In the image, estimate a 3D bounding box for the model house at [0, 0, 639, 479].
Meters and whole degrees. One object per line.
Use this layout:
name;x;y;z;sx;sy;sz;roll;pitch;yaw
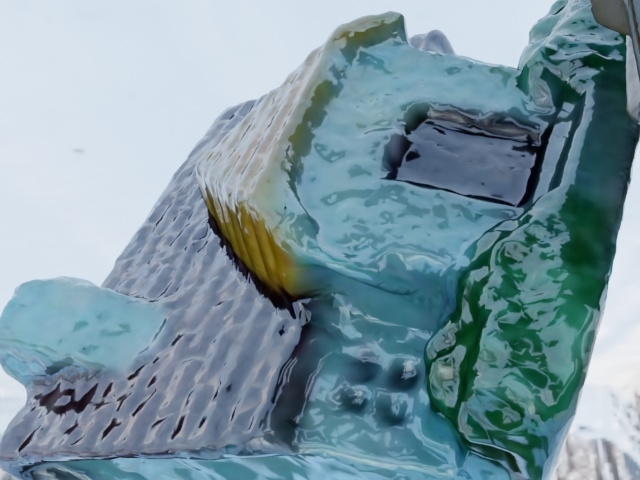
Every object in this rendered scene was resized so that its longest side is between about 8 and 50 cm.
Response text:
model house;0.000;0.000;0.464;0.248;0.280;0.230;16;139;11

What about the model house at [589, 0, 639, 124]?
model house;0.210;-0.067;0.366;0.176;0.181;0.248;-6;132;24
